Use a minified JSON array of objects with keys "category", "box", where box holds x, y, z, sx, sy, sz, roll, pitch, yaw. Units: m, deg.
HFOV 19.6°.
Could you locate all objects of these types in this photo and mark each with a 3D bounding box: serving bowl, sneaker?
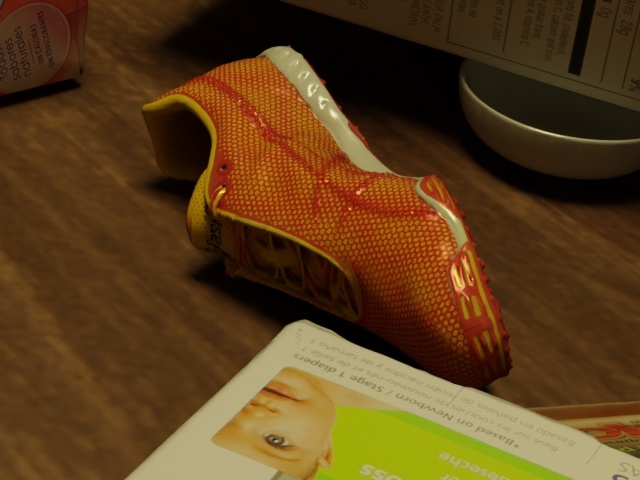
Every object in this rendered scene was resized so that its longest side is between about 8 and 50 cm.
[{"category":"serving bowl","box":[0.090,-0.045,0.687,0.083,0.027,0.083,7,30,-4]},{"category":"sneaker","box":[0.000,0.000,0.574,0.067,0.064,0.175,-27,37,-17]}]

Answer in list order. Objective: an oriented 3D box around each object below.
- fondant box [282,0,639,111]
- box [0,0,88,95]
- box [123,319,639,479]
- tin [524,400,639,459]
[{"category":"fondant box","box":[0.132,-0.163,0.712,0.330,0.096,0.238,19,50,11]},{"category":"box","box":[-0.230,-0.166,0.692,0.154,0.142,0.300,-20,41,-38]},{"category":"box","box":[-0.010,0.117,0.314,0.114,0.103,0.203,21,32,20]},{"category":"tin","box":[0.105,0.064,0.459,0.189,0.040,0.106,-1,10,-26]}]
